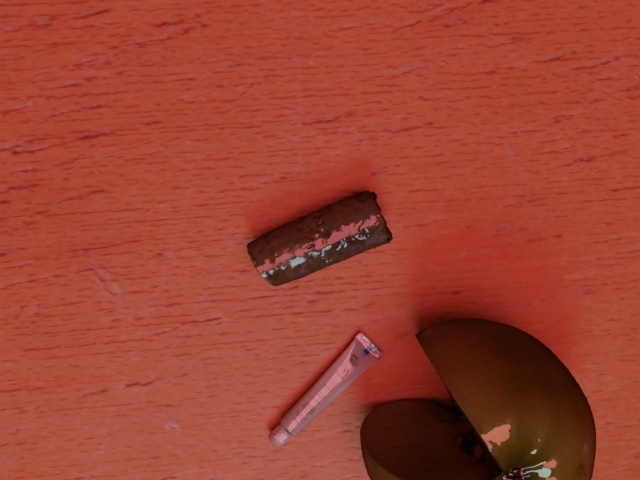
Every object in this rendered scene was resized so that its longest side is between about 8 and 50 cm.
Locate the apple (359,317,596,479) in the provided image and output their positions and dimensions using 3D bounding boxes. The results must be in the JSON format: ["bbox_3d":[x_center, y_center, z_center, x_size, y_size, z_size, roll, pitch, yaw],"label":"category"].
[{"bbox_3d":[0.196,0.244,1.035,0.292,0.254,0.291,-2,104,-9],"label":"apple"}]

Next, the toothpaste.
[{"bbox_3d":[0.003,0.206,1.121,0.190,0.031,0.048,-45,99,0],"label":"toothpaste"}]

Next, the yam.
[{"bbox_3d":[0.000,0.000,1.057,0.179,0.078,0.078,-24,102,-1],"label":"yam"}]
